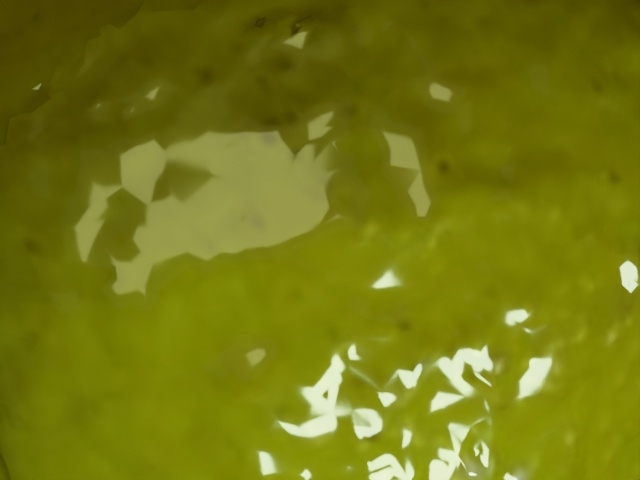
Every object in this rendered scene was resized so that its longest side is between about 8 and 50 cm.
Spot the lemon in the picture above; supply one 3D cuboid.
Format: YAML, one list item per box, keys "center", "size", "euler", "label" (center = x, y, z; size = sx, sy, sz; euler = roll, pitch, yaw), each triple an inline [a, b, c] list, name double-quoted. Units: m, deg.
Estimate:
- center: [0.000, 0.000, 0.513]
  size: [0.322, 0.268, 0.268]
  euler: [-15, 72, 2]
  label: "lemon"
